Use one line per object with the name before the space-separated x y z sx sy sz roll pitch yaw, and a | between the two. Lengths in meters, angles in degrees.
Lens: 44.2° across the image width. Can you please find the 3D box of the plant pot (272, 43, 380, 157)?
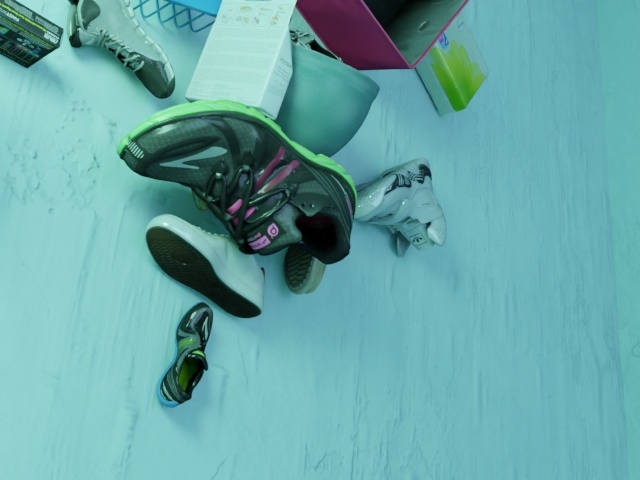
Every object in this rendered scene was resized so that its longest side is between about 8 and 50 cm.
plant pot | -0.056 -0.248 1.522 0.293 0.293 0.196 17 93 -47

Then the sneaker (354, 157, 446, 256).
sneaker | 0.187 -0.058 1.823 0.366 0.137 0.210 -32 102 -57

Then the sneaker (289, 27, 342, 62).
sneaker | -0.069 -0.421 1.656 0.281 0.115 0.105 17 66 -47

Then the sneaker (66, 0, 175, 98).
sneaker | -0.351 -0.323 1.323 0.132 0.086 0.228 -38 98 -44

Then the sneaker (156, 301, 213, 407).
sneaker | -0.212 0.191 1.320 0.067 0.078 0.188 41 49 -35

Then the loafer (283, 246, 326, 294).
loafer | 0.000 0.000 1.618 0.092 0.102 0.268 35 53 -32

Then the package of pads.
package of pads | 0.348 -0.532 2.207 0.296 0.101 0.229 59 43 -20

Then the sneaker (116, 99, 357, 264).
sneaker | -0.109 -0.085 1.336 0.483 0.185 0.202 19 50 -36

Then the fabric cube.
fabric cube | 0.132 -0.555 1.761 0.259 0.258 0.254 -51 120 -14

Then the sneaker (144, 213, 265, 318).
sneaker | -0.197 0.021 1.385 0.290 0.106 0.123 48 40 -44

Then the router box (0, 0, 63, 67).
router box | -0.460 -0.314 1.169 0.122 0.092 0.038 27 59 -43

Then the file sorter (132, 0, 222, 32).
file sorter | -0.268 -0.461 1.437 0.170 0.105 0.118 3 76 -50

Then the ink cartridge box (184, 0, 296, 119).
ink cartridge box | -0.123 -0.336 1.390 0.066 0.189 0.232 34 75 -51

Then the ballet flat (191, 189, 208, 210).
ballet flat | -0.168 -0.100 1.490 0.206 0.073 0.067 -20 122 -49
